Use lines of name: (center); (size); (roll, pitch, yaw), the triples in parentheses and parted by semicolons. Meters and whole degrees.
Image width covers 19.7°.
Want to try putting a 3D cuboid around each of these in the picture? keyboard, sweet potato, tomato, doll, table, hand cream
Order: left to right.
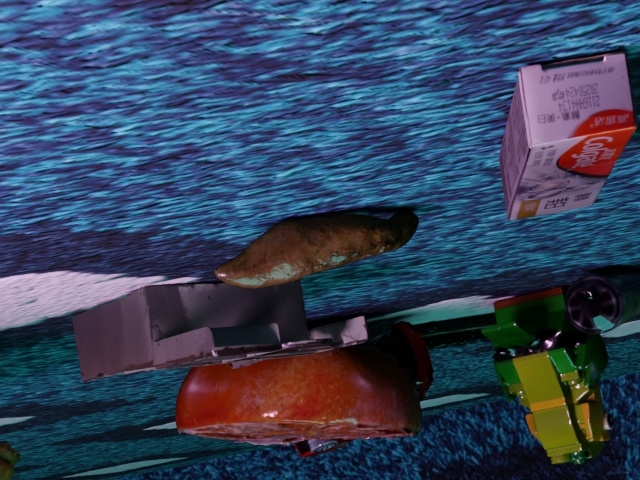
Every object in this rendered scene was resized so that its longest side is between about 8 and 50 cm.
table: (-0.076, 0.064, 1.375); (0.146, 0.062, 0.175); (-3, 169, -40)
tomato: (-0.021, 0.139, 1.739); (0.236, 0.095, 0.237); (2, 168, 0)
sweet potato: (0.004, 0.001, 1.158); (0.153, 0.038, 0.041); (-14, -162, -27)
keyboard: (0.115, 0.105, 1.963); (0.317, 0.027, 0.106); (-7, 171, -13)
doll: (0.230, 0.133, 1.821); (0.106, 0.186, 0.134); (-16, -162, 28)
hand cream: (0.292, 0.053, 1.771); (0.086, 0.055, 0.235); (-11, 179, 24)

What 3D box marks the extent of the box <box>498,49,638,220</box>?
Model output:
box: (0.124, -0.050, 0.954); (0.055, 0.040, 0.218); (-9, 171, 1)

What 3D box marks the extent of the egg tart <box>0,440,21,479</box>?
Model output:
egg tart: (-0.374, 0.167, 1.398); (0.290, 0.115, 0.290); (-10, 169, -2)

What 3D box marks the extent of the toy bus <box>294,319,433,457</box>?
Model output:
toy bus: (0.049, 0.151, 1.877); (0.089, 0.081, 0.195); (0, 152, -46)
